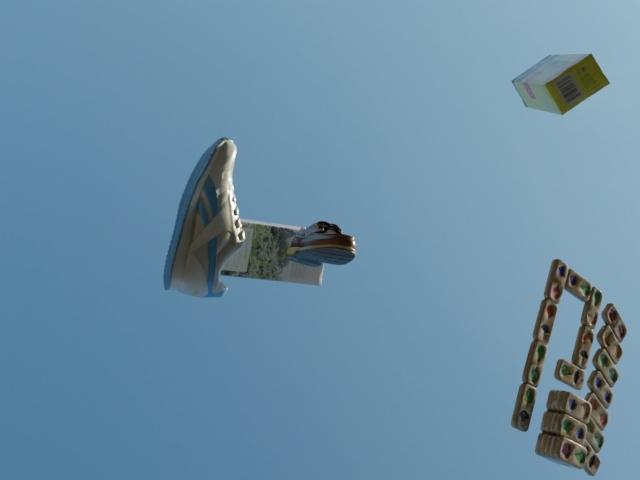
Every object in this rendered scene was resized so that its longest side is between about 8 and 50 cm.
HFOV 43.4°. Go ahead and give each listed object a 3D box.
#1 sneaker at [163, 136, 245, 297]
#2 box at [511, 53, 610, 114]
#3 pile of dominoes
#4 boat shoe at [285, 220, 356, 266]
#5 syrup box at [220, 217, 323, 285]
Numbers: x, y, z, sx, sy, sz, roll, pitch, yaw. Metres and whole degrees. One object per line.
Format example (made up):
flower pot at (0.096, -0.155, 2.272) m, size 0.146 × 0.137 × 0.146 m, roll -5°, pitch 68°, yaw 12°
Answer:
sneaker at (-0.152, -0.032, 1.138) m, size 0.092 × 0.087 × 0.228 m, roll 16°, pitch -92°, yaw -18°
box at (0.377, -0.252, 1.286) m, size 0.087 × 0.232 × 0.058 m, roll -34°, pitch -80°, yaw 9°
pile of dominoes at (0.352, 0.175, 1.074) m, size 0.040 × 0.196 × 0.251 m, roll -4°, pitch -118°, yaw 53°
boat shoe at (0.000, 0.000, 1.134) m, size 0.064 × 0.178 × 0.060 m, roll 18°, pitch -100°, yaw -20°
syrup box at (-0.111, 0.014, 1.351) m, size 0.237 × 0.093 × 0.096 m, roll 8°, pitch -177°, yaw -33°
